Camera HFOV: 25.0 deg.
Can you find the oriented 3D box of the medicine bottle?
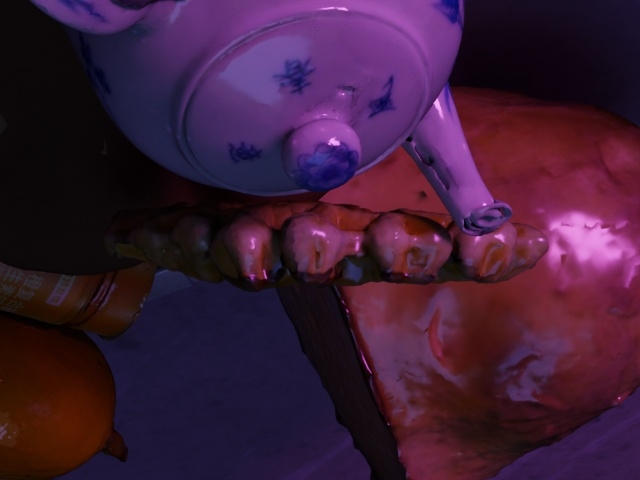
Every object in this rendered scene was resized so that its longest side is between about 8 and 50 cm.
[{"bbox_3d":[-0.208,-0.005,0.929,0.191,0.096,0.096,20,136,-32],"label":"medicine bottle"}]

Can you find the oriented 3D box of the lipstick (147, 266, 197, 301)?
[{"bbox_3d":[-0.089,0.011,1.029,0.129,0.030,0.030,-20,143,10],"label":"lipstick"}]

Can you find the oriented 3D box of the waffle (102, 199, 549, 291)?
[{"bbox_3d":[0.000,0.000,0.642,0.169,0.036,0.183,1,-177,-33],"label":"waffle"}]

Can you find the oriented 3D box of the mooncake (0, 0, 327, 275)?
[{"bbox_3d":[-0.122,-0.144,0.664,0.378,0.201,0.378,-6,145,-4],"label":"mooncake"}]

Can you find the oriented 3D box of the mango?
[{"bbox_3d":[-0.267,0.072,0.976,0.316,0.176,0.119,30,96,-18],"label":"mango"}]

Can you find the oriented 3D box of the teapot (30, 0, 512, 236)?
[{"bbox_3d":[-0.018,-0.077,0.511,0.159,0.159,0.232,-33,141,31],"label":"teapot"}]

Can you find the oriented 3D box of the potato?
[{"bbox_3d":[0.107,0.013,0.907,0.237,0.289,0.301,-24,127,-8],"label":"potato"}]
